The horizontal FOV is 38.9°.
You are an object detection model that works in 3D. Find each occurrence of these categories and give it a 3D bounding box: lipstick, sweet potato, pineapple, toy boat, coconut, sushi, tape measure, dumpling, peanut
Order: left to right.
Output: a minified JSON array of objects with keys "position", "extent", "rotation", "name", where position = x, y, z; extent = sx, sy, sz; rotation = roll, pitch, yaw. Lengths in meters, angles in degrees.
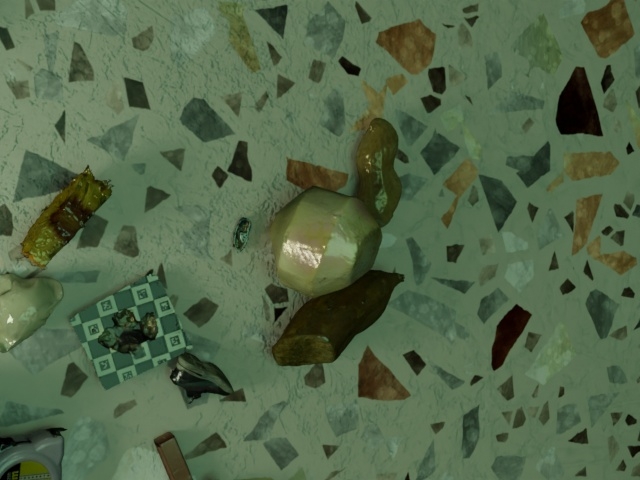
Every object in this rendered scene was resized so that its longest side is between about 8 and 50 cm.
[{"position":[-0.609,0.126,1.814],"extent":[0.134,0.100,0.169],"rotation":[43,99,10],"name":"dumpling"},{"position":[-0.616,0.481,1.845],"extent":[0.178,0.105,0.196],"rotation":[7,95,-36],"name":"tape measure"},{"position":[-0.521,-0.039,1.814],"extent":[0.079,0.135,0.233],"rotation":[43,67,-17],"name":"pineapple"},{"position":[-0.410,0.195,1.950],"extent":[0.210,0.040,0.193],"rotation":[-28,101,-20],"name":"sushi"},{"position":[-0.326,0.504,2.031],"extent":[0.045,0.045,0.145],"rotation":[-26,107,-26],"name":"lipstick"},{"position":[-0.177,-0.011,2.050],"extent":[0.038,0.038,0.083],"rotation":[14,89,-29],"name":"toy boat"},{"position":[0.000,0.000,2.041],"extent":[0.259,0.259,0.259],"rotation":[-4,98,-28],"name":"coconut"},{"position":[0.047,0.169,2.134],"extent":[0.369,0.157,0.158],"rotation":[-41,114,-29],"name":"sweet potato"},{"position":[0.137,-0.160,2.166],"extent":[0.117,0.101,0.263],"rotation":[-12,101,-52],"name":"peanut"}]

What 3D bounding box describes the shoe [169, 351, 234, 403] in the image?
[{"position":[-0.275,0.322,2.027],"extent":[0.169,0.071,0.099],"rotation":[37,94,-37],"name":"shoe"}]
